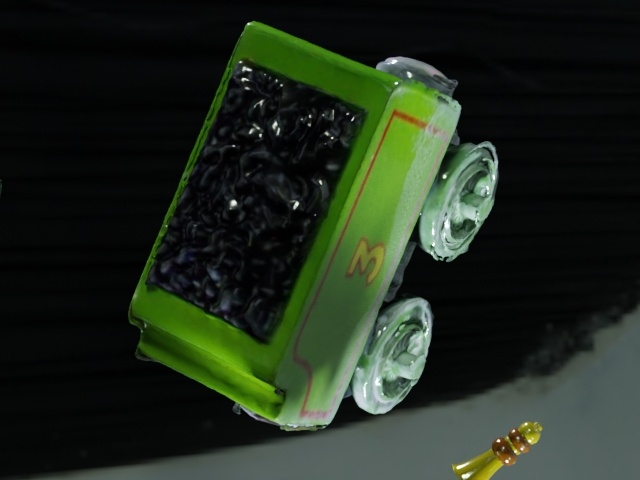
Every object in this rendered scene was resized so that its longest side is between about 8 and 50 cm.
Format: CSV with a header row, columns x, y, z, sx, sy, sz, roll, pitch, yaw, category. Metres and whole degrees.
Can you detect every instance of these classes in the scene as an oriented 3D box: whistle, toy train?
x,y,z,sx,sy,sz,roll,pitch,yaw,category
0.206,0.243,1.816,0.057,0.109,0.046,53,-176,-41,whistle
0.000,0.000,1.213,0.173,0.249,0.307,25,95,26,toy train
